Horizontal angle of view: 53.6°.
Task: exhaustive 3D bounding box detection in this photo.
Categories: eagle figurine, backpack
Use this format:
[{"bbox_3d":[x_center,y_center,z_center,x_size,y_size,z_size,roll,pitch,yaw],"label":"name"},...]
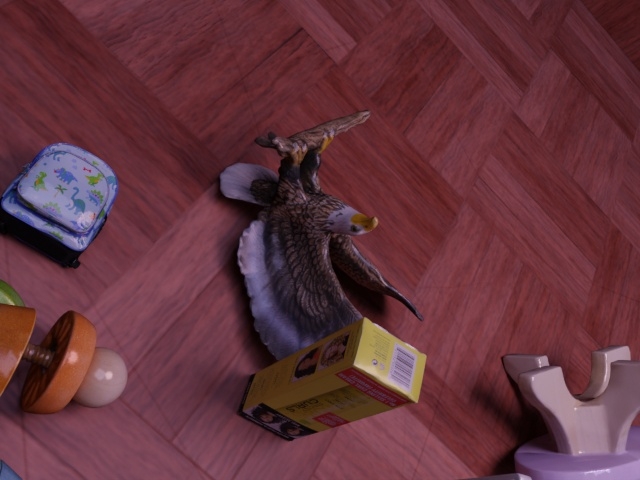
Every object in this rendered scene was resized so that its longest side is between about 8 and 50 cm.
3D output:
[{"bbox_3d":[0.004,0.002,0.820,0.227,0.225,0.298,-14,105,-5],"label":"eagle figurine"},{"bbox_3d":[-0.277,-0.049,0.689,0.105,0.084,0.114,34,50,-21],"label":"backpack"}]

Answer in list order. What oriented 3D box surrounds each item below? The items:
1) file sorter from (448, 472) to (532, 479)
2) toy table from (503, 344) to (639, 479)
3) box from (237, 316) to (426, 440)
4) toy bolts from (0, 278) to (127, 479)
[{"bbox_3d":[0.163,0.372,0.676,0.173,0.278,0.192,21,57,-29],"label":"file sorter"},{"bbox_3d":[0.393,0.254,0.946,0.274,0.252,0.160,-3,87,-48],"label":"toy table"},{"bbox_3d":[0.005,0.160,0.692,0.087,0.232,0.058,34,50,-20],"label":"box"},{"bbox_3d":[-0.252,0.167,0.541,0.159,0.218,0.228,32,71,-28],"label":"toy bolts"}]
